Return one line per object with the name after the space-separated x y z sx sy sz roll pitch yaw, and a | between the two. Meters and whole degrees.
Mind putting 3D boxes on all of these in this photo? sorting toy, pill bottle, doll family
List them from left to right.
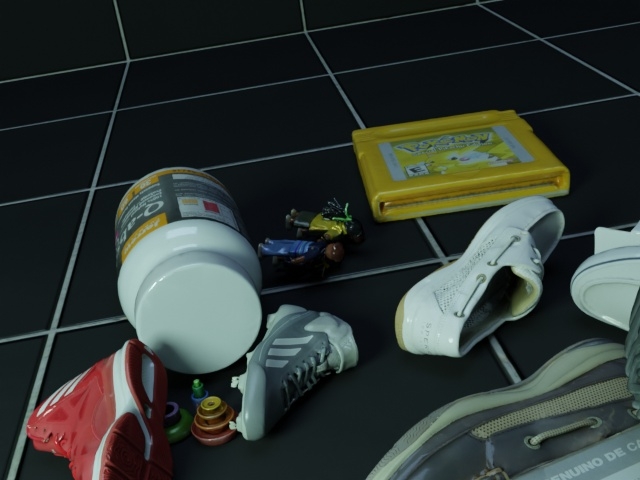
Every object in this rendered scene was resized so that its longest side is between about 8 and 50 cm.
-0.156 0.028 1.029 0.162 0.162 0.278 -13 25 -9 | pill bottle
-0.127 0.168 0.864 0.102 0.042 0.061 -1 26 17 | sorting toy
0.000 0.000 1.151 0.111 0.076 0.193 7 34 21 | doll family

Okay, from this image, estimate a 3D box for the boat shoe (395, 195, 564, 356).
0.202 0.045 0.965 0.096 0.098 0.277 18 45 43 | boat shoe

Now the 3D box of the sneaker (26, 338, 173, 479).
-0.210 0.202 0.813 0.128 0.087 0.221 -29 30 17 | sneaker

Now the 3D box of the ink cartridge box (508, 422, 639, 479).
0.167 0.258 0.476 0.309 0.130 0.272 -17 27 -18 | ink cartridge box

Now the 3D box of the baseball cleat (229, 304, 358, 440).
-0.020 0.125 0.889 0.109 0.072 0.206 3 30 9 | baseball cleat

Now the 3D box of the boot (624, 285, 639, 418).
0.416 0.137 0.454 0.445 0.146 0.367 19 20 -2 | boot

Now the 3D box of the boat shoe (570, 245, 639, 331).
0.364 0.077 0.851 0.267 0.096 0.088 16 36 33 | boat shoe

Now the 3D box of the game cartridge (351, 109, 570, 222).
0.203 -0.130 1.380 0.285 0.052 0.323 -9 26 0 | game cartridge

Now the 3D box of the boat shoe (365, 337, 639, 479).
0.162 0.180 0.644 0.355 0.132 0.130 -26 30 -31 | boat shoe

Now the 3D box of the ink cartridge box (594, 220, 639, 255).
0.384 0.031 0.917 0.180 0.104 0.060 11 32 35 | ink cartridge box
